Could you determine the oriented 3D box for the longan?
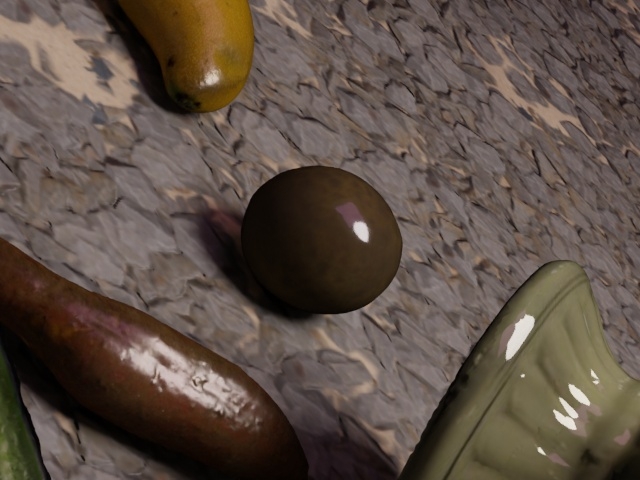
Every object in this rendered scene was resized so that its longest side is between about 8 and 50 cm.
[{"bbox_3d":[0.000,0.000,1.165,0.113,0.092,0.113,14,-6,1],"label":"longan"}]

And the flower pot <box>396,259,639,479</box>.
[{"bbox_3d":[0.174,0.161,0.979,0.244,0.307,0.307,33,22,15],"label":"flower pot"}]

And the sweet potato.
[{"bbox_3d":[-0.100,0.063,0.961,0.255,0.058,0.078,35,11,-16],"label":"sweet potato"}]

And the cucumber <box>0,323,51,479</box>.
[{"bbox_3d":[-0.177,0.071,0.837,0.078,0.062,0.211,-11,60,-20],"label":"cucumber"}]

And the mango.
[{"bbox_3d":[-0.097,-0.169,1.284,0.098,0.075,0.190,-2,55,-37],"label":"mango"}]
